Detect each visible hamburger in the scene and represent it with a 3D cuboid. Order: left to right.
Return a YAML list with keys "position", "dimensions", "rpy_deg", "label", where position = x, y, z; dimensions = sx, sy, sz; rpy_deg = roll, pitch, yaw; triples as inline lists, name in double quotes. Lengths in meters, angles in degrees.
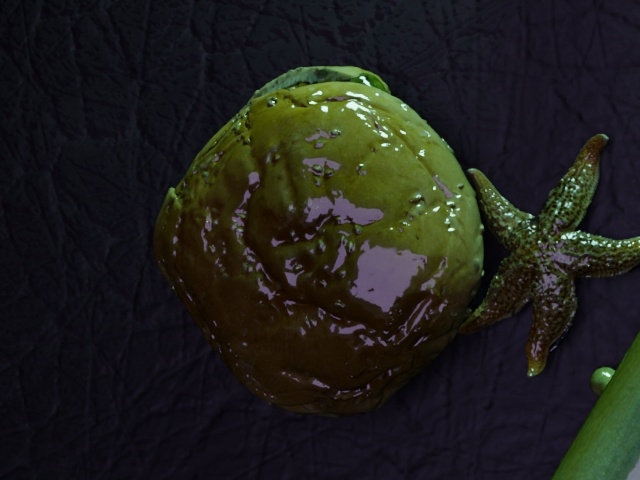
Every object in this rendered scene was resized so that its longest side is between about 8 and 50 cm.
- position: [-0.002, 0.001, 1.257]
  dimensions: [0.285, 0.134, 0.265]
  rpy_deg: [48, 112, 12]
  label: "hamburger"

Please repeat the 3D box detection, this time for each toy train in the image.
- position: [0.290, 0.152, 1.157]
  dimensions: [0.189, 0.126, 0.307]
  rpy_deg: [32, 99, 18]
  label: "toy train"

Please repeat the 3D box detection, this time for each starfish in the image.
- position: [0.183, 0.001, 1.249]
  dimensions: [0.176, 0.053, 0.208]
  rpy_deg: [43, 96, 26]
  label: "starfish"
